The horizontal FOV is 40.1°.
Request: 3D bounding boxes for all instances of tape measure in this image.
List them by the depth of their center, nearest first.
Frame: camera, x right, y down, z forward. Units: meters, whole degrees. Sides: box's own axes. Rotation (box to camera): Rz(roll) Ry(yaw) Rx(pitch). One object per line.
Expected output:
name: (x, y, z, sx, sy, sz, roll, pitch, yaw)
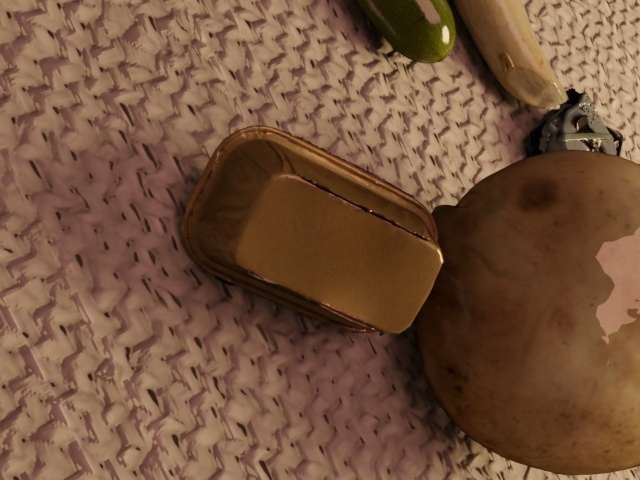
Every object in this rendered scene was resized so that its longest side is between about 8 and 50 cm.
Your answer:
tape measure: (0.242, -0.087, 0.830, 0.091, 0.054, 0.094, 47, 51, -10)

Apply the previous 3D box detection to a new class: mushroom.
mushroom: (0.186, 0.050, 0.660, 0.184, 0.255, 0.254, -30, 97, -83)
mushroom: (0.163, -0.214, 0.801, 0.209, 0.071, 0.084, 64, 21, -8)

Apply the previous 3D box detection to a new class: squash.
squash: (0.030, -0.252, 0.706, 0.066, 0.066, 0.252, -43, 104, -38)

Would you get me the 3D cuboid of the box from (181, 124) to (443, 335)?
box: (0.000, 0.000, 0.584, 0.177, 0.111, 0.111, 26, 62, -19)
